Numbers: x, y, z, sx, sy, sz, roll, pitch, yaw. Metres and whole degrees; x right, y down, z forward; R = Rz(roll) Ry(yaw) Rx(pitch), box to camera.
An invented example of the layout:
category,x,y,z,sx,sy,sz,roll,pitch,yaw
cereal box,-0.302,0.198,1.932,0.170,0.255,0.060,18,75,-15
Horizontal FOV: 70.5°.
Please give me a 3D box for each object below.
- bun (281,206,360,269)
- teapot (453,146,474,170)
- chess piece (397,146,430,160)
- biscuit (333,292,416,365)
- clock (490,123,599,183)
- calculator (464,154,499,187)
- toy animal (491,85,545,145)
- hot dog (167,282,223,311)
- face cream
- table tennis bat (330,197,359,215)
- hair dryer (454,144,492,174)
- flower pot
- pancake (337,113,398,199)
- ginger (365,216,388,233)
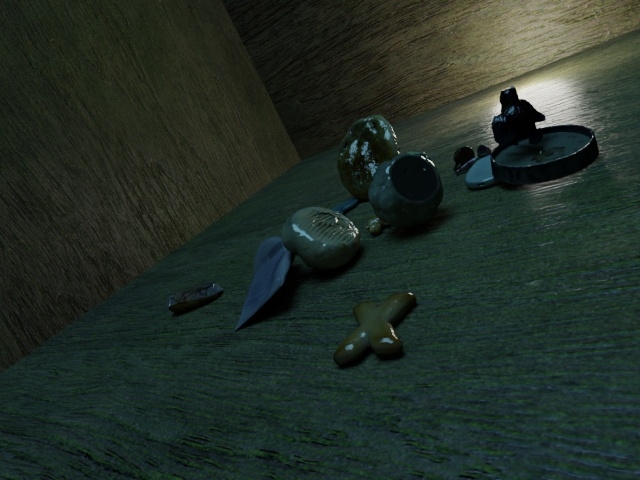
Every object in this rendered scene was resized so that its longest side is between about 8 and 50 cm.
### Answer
category,x,y,z,sx,sy,sz,roll,pitch,yaw
bun,0.005,0.001,1.517,0.273,0.168,0.273,10,31,-6
teapot,0.576,-0.335,1.847,0.121,0.076,0.068,-60,12,-6
chess piece,0.356,-0.348,2.053,0.194,0.194,0.299,-33,27,-19
biscuit,0.123,0.191,1.012,0.164,0.047,0.208,-17,19,27
clock,0.697,-0.275,1.426,0.313,0.061,0.312,-19,26,10
calculator,0.617,-0.263,1.611,0.184,0.042,0.295,-11,24,43
toy animal,0.632,-0.396,1.429,0.218,0.179,0.116,-31,26,-18
hot dog,-0.511,0.229,1.825,0.253,0.069,0.131,-18,10,18
face cream,-0.176,0.114,1.547,0.235,0.137,0.420,-43,15,21
table tennis bat,0.099,-0.145,2.059,0.153,0.040,0.244,-22,14,18
hair dryer,0.589,-0.304,1.751,0.154,0.054,0.106,-42,-22,25
flower pot,0.277,-0.157,1.483,0.246,0.246,0.195,-33,-14,-18
pancake,0.205,-0.380,2.047,0.082,0.387,0.387,5,-8,-40
ginger,0.250,-0.093,1.648,0.176,0.052,0.193,-28,15,17
